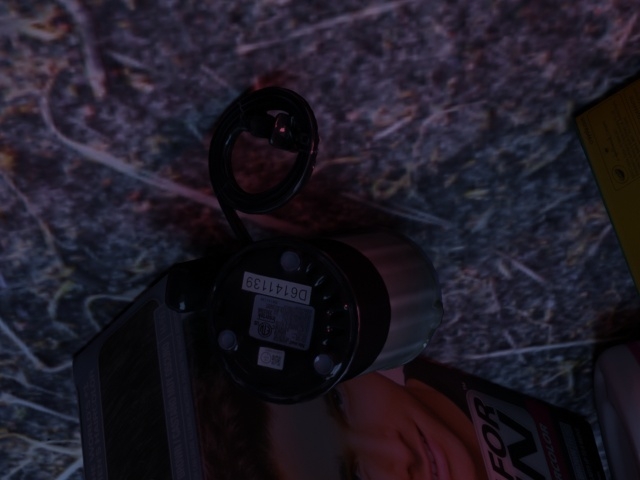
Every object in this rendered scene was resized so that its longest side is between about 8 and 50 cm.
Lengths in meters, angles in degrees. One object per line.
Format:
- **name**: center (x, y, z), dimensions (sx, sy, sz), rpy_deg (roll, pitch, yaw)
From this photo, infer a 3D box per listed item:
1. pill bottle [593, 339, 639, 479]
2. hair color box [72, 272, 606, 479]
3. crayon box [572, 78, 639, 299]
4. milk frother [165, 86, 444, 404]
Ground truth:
- **pill bottle**: center (0.334, 0.117, 0.986), dimensions (0.283, 0.160, 0.160), rpy_deg (-13, 142, 1)
- **hair color box**: center (0.035, 0.171, 0.950), dimensions (0.374, 0.185, 0.113), rpy_deg (22, 131, -36)
- **crayon box**: center (0.244, 0.014, 0.737), dimensions (0.165, 0.278, 0.081), rpy_deg (-32, 137, 23)
- **milk frother**: center (0.000, 0.000, 0.810), dimensions (0.143, 0.129, 0.134), rpy_deg (-64, 162, 13)
